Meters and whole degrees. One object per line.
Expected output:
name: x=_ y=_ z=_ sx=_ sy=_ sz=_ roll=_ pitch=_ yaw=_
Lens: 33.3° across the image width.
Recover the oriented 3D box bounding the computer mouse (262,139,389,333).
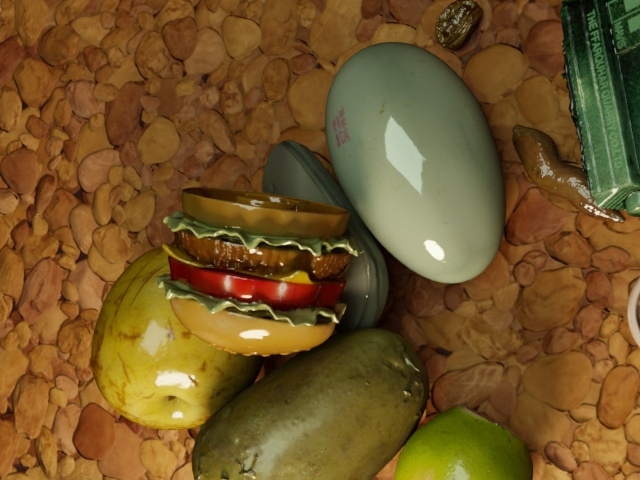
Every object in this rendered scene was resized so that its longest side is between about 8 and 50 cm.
computer mouse: x=-0.006 y=0.001 z=1.612 sx=0.331 sy=0.095 sz=0.197 roll=57 pitch=148 yaw=26

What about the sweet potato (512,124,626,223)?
sweet potato: x=0.344 y=-0.088 z=1.524 sx=0.065 sy=0.051 sz=0.218 roll=-46 pitch=64 yaw=9

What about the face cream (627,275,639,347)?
face cream: x=0.482 y=0.098 z=1.391 sx=0.149 sy=0.104 sz=0.149 roll=-5 pitch=78 yaw=25

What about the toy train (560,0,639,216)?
toy train: x=0.431 y=-0.202 z=1.430 sx=0.178 sy=0.138 sz=0.330 roll=-23 pitch=69 yaw=50

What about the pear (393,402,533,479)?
pear: x=0.189 y=0.340 z=1.448 sx=0.187 sy=0.187 sz=0.219 roll=25 pitch=89 yaw=28

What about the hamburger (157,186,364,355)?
hamburger: x=-0.085 y=0.047 z=1.441 sx=0.274 sy=0.274 sz=0.212 roll=11 pitch=97 yaw=27

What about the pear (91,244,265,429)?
pear: x=-0.215 y=0.150 z=1.642 sx=0.281 sy=0.281 sz=0.280 roll=-5 pitch=78 yaw=25

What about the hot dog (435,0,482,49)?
hot dog: x=0.212 y=-0.333 z=1.644 sx=0.058 sy=0.035 sz=0.083 roll=41 pitch=99 yaw=30

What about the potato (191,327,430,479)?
potato: x=-0.004 y=0.272 z=1.523 sx=0.359 sy=0.270 sz=0.219 roll=-37 pitch=78 yaw=-2

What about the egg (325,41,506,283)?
egg: x=0.139 y=-0.113 z=1.530 sx=0.230 sy=0.230 sz=0.371 roll=-29 pitch=73 yaw=19
